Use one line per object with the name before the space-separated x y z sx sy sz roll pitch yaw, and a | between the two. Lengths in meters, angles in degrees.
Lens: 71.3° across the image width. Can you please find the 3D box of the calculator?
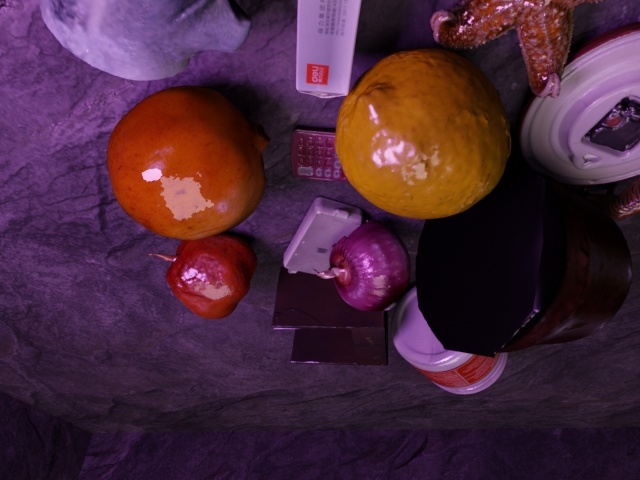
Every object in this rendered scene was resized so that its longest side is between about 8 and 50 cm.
calculator | 0.038 -0.163 0.865 0.190 0.034 0.127 8 144 3

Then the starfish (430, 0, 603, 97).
starfish | 0.292 -0.340 0.558 0.311 0.113 0.303 11 142 -6

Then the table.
table | 0.040 0.206 1.223 0.281 0.196 0.251 -2 144 10

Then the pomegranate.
pomegranate | -0.209 -0.128 0.746 0.264 0.264 0.264 2 143 1

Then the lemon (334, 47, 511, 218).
lemon | 0.159 -0.153 0.688 0.253 0.254 0.310 -30 155 36

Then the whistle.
whistle | -0.270 -0.374 0.529 0.405 0.188 0.168 48 138 -2

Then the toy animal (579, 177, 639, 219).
toy animal | 0.609 -0.099 0.856 0.056 0.099 0.241 32 133 -32

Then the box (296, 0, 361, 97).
box | 0.014 -0.333 0.562 0.079 0.135 0.269 5 141 -2

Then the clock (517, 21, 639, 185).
clock | 0.498 -0.205 0.742 0.318 0.080 0.319 1 142 1

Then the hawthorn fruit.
hawthorn fruit | -0.287 0.064 1.061 0.243 0.208 0.207 24 138 -18

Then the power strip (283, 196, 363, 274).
power strip | 0.000 0.000 1.067 0.117 0.046 0.270 13 140 -18

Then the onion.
onion | 0.118 0.069 1.013 0.200 0.201 0.207 27 119 -28

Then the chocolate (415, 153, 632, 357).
chocolate | 0.409 0.053 0.864 0.331 0.384 0.384 12 142 -17

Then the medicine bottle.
medicine bottle | 0.351 0.262 1.218 0.252 0.253 0.241 -20 137 27
